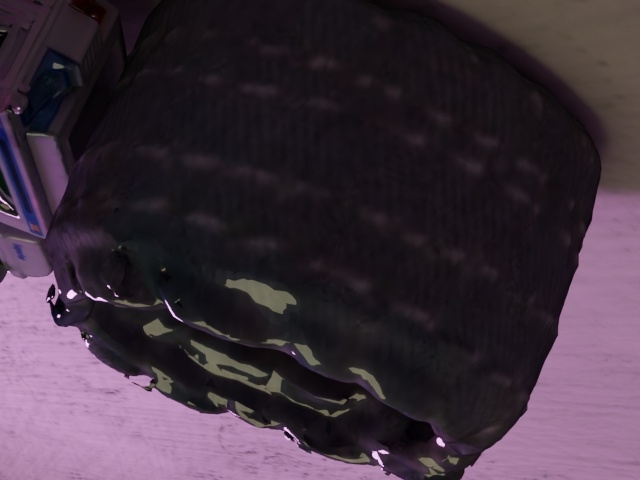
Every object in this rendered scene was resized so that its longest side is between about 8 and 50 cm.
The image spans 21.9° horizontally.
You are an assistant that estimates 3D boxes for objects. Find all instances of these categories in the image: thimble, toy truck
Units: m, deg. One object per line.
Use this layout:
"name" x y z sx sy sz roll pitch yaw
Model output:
"thimble" 0.000 0.000 0.769 0.236 0.172 0.205 24 164 -9
"toy truck" -0.174 -0.069 0.838 0.155 0.124 0.268 21 161 7
